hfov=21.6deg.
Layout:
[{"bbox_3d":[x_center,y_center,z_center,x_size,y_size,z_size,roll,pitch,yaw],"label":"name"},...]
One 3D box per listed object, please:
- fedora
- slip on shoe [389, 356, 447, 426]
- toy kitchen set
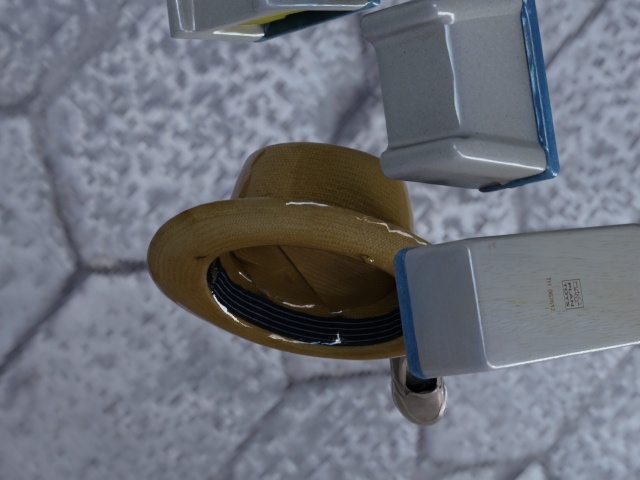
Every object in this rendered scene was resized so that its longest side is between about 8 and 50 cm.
[{"bbox_3d":[0.000,0.000,0.916,0.194,0.194,0.079,44,48,-51],"label":"fedora"},{"bbox_3d":[0.091,0.130,1.535,0.051,0.041,0.135,-15,132,-5],"label":"slip on shoe"},{"bbox_3d":[0.034,-0.044,0.740,0.122,0.166,0.207,-4,85,-46],"label":"toy kitchen set"}]
